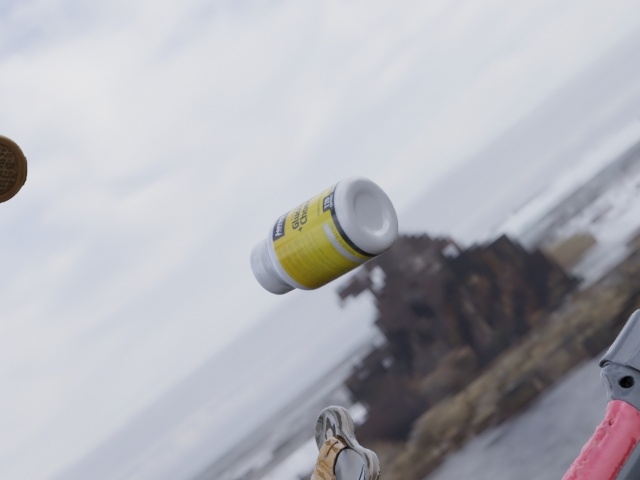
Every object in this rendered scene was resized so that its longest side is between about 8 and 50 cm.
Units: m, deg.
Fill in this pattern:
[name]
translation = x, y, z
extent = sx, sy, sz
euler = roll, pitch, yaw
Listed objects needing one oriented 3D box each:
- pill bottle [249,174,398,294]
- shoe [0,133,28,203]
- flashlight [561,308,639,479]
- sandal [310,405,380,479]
[pill bottle]
translation = 0.000, 0.000, 2.207
extent = 0.184, 0.103, 0.103
euler = -30, 3, 39
[shoe]
translation = -0.322, -0.059, 1.286
extent = 0.219, 0.076, 0.058
euler = 7, 9, -24
[flashlight]
translation = 0.203, 0.192, 1.426
extent = 0.103, 0.103, 0.304
euler = 18, 65, 42
[sandal]
translation = 0.017, 0.256, 2.080
extent = 0.219, 0.060, 0.090
euler = -115, 41, -61
